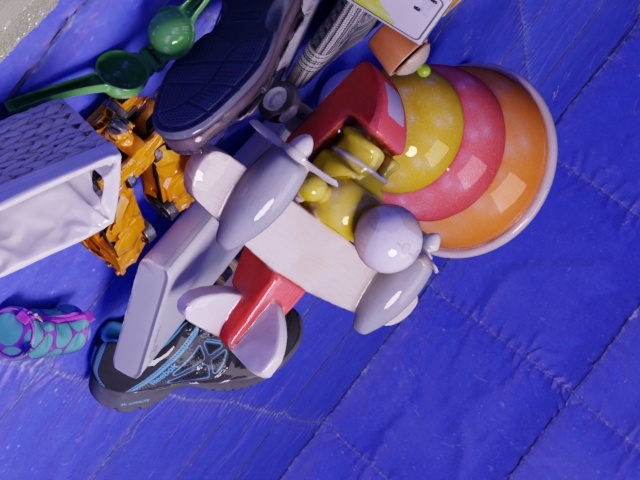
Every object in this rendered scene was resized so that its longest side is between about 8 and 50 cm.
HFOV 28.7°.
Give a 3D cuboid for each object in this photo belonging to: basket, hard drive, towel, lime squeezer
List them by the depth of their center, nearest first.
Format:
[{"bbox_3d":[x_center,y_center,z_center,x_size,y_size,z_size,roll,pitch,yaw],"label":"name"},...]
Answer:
[{"bbox_3d":[-0.286,-0.194,1.088,0.148,0.027,0.110,-49,165,-12],"label":"towel"},{"bbox_3d":[-0.290,-0.051,1.205,0.167,0.103,0.113,-28,154,-31],"label":"basket"},{"bbox_3d":[-0.184,-0.210,1.285,0.310,0.059,0.110,-38,148,-8],"label":"lime squeezer"},{"bbox_3d":[0.112,-0.356,1.675,0.324,0.056,0.312,-45,177,-43],"label":"towel"},{"bbox_3d":[-0.160,0.004,1.738,0.353,0.047,0.233,-53,170,-44],"label":"hard drive"}]

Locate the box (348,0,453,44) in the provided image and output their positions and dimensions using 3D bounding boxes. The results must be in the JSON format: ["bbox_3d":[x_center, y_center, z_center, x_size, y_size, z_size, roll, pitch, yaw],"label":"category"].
[{"bbox_3d":[0.110,-0.379,1.411,0.290,0.169,0.087,-64,-173,-33],"label":"box"}]

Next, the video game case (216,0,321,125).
[{"bbox_3d":[-0.085,-0.238,1.583,0.206,0.026,0.227,-33,156,-52],"label":"video game case"}]

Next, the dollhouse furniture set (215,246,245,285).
[{"bbox_3d":[-0.152,0.083,1.966,0.182,0.101,0.161,-33,156,-50],"label":"dollhouse furniture set"}]

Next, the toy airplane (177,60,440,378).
[{"bbox_3d":[0.000,0.000,1.593,0.386,0.272,0.384,-30,124,-43],"label":"toy airplane"}]

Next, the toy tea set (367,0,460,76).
[{"bbox_3d":[0.201,-0.328,1.699,0.200,0.124,0.336,-43,178,-31],"label":"toy tea set"}]

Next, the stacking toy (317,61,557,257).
[{"bbox_3d":[0.141,-0.178,2.032,0.480,0.350,0.351,19,110,-54],"label":"stacking toy"}]

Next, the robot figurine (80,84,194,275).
[{"bbox_3d":[-0.222,-0.073,1.442,0.211,0.085,0.291,-48,165,-18],"label":"robot figurine"}]

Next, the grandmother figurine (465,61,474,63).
[{"bbox_3d":[0.225,-0.200,2.460,0.342,0.104,0.208,-55,-168,1],"label":"grandmother figurine"}]

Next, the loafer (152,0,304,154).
[{"bbox_3d":[-0.082,-0.192,1.365,0.303,0.109,0.095,-65,148,-35],"label":"loafer"}]

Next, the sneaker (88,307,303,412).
[{"bbox_3d":[-0.175,0.150,1.855,0.340,0.125,0.140,-17,138,-25],"label":"sneaker"}]

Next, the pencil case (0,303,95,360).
[{"bbox_3d":[-0.343,0.111,1.541,0.070,0.064,0.151,-39,168,13],"label":"pencil case"}]
